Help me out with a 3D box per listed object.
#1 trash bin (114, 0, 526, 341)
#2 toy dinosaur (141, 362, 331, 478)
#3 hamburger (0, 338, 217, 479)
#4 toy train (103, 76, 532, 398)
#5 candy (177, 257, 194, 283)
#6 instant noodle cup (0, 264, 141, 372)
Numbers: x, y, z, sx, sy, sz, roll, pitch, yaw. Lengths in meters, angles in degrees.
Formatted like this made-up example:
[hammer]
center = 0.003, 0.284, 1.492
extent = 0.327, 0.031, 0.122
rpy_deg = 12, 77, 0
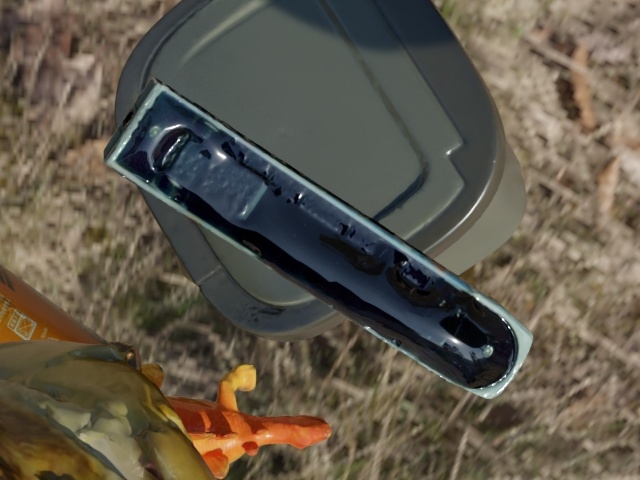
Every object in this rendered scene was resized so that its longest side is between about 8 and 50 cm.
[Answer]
[trash bin]
center = 0.018, -0.055, 1.265
extent = 0.219, 0.250, 0.219
rpy_deg = -32, 76, 11
[toy dinosaur]
center = -0.137, 0.129, 1.340
extent = 0.288, 0.117, 0.070
rpy_deg = 3, 106, 5
[hamburger]
center = -0.128, 0.191, 0.744
extent = 0.170, 0.314, 0.289
rpy_deg = -5, 57, -40
[toy train]
center = 0.002, 0.002, 0.858
extent = 0.207, 0.047, 0.043
rpy_deg = 33, 95, -12
[candy]
center = 0.000, 0.000, 1.609
extent = 0.234, 0.104, 0.102
rpy_deg = -1, 72, 25
[instant noodle cup]
center = -0.252, 0.092, 1.186
extent = 0.182, 0.230, 0.230
rpy_deg = 45, 62, -20
